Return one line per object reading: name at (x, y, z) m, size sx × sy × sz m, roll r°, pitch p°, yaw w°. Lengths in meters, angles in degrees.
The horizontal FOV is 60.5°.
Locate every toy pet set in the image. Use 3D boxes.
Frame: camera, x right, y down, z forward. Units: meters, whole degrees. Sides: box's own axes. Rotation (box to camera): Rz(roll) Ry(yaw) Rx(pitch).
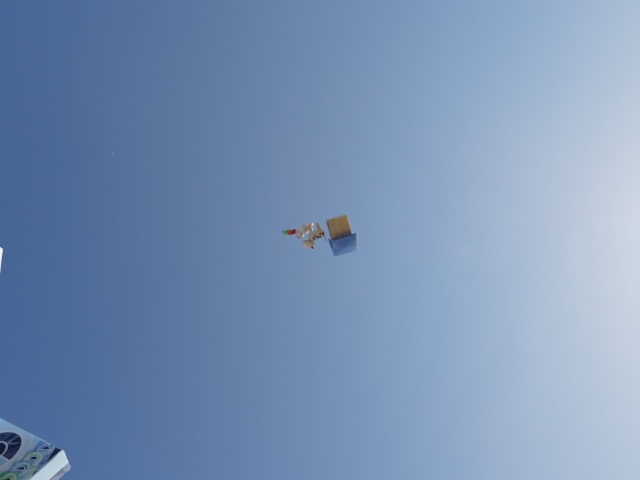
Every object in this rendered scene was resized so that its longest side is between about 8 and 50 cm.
toy pet set at (0.000, 0.000, 0.941) m, size 0.114 × 0.122 × 0.065 m, roll -15°, pitch -86°, yaw -6°

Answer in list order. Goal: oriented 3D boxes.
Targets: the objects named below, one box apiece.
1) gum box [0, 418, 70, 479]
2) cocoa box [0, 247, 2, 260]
gum box at (-0.473, 0.328, 0.756) m, size 0.157 × 0.184 × 0.041 m, roll -42°, pitch -46°, yaw -49°
cocoa box at (-0.686, 0.117, 0.778) m, size 0.347 × 0.231 × 0.227 m, roll -16°, pitch -117°, yaw 15°
